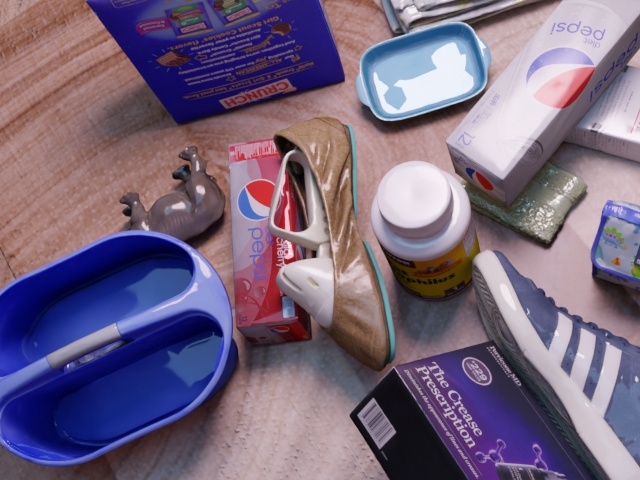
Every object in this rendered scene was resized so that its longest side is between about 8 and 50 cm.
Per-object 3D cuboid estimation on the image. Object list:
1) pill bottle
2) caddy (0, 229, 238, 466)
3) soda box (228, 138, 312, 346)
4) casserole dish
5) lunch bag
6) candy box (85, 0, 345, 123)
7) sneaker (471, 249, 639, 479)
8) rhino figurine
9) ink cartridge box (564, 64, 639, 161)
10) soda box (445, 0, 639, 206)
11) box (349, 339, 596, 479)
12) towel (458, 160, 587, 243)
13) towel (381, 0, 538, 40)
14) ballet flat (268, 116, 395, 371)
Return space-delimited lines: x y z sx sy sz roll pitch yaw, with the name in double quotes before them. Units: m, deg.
"pill bottle" 0.127 -0.012 1.150 0.117 0.215 0.117 -5 67 13
"caddy" -0.264 0.133 1.184 0.341 0.179 0.241 -26 79 3
"soda box" -0.067 0.000 1.262 0.083 0.092 0.263 -8 67 9
"casserole dish" 0.142 -0.230 1.322 0.188 0.037 0.114 -16 82 6
"lunch bag" 0.388 0.009 1.110 0.128 0.151 0.096 20 74 20
"candy box" -0.133 -0.307 1.282 0.268 0.317 0.122 -14 64 7
"sneaker" 0.312 0.138 1.101 0.148 0.131 0.350 -30 70 -7
"rhino figurine" -0.237 -0.016 1.324 0.243 0.073 0.106 -38 75 1
"ink cartridge box" 0.381 -0.169 1.234 0.180 0.060 0.104 20 75 21
"soda box" 0.281 -0.186 1.181 0.091 0.098 0.286 38 83 24
"box" 0.183 0.251 1.039 0.261 0.184 0.103 56 128 25
"towel" 0.259 -0.068 1.244 0.148 0.027 0.110 32 80 23
"towel" 0.215 -0.487 1.397 0.320 0.090 0.375 -17 65 4
"ballet flat" 0.000 0.000 1.173 0.124 0.116 0.343 -2 69 -18
